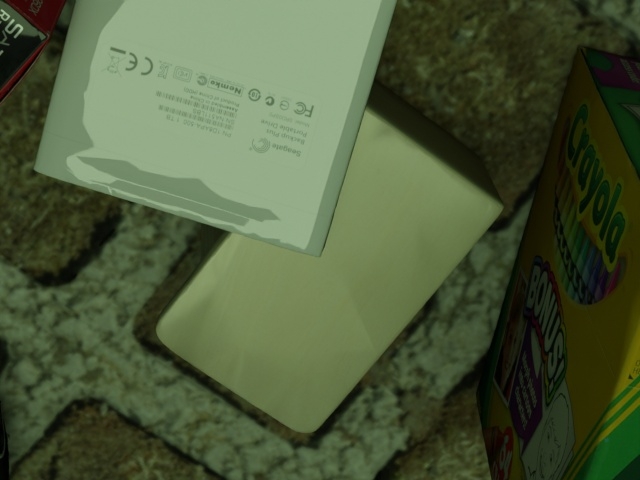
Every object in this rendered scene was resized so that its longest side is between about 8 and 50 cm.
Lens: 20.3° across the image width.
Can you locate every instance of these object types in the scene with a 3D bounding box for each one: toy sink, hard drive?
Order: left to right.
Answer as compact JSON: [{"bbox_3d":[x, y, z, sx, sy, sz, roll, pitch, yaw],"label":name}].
[{"bbox_3d":[-0.055,-0.170,1.214,0.210,0.040,0.318,17,104,2],"label":"hard drive"},{"bbox_3d":[0.000,0.000,1.351,0.153,0.131,0.234,34,104,-15],"label":"toy sink"}]

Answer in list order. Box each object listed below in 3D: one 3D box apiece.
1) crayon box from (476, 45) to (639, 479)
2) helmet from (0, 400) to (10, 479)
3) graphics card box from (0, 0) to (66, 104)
[{"bbox_3d":[0.208,0.071,1.260,0.106,0.363,0.313,10,114,-5],"label":"crayon box"},{"bbox_3d":[-0.324,0.191,1.411,0.169,0.161,0.169,-1,114,-1],"label":"helmet"},{"bbox_3d":[-0.322,-0.257,1.156,0.371,0.233,0.094,39,112,-16],"label":"graphics card box"}]
